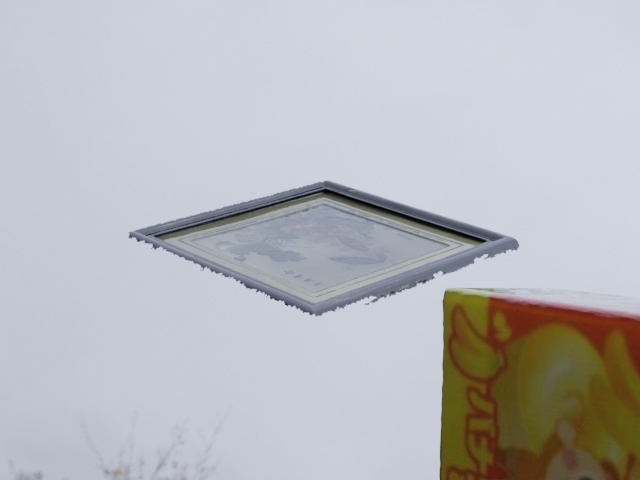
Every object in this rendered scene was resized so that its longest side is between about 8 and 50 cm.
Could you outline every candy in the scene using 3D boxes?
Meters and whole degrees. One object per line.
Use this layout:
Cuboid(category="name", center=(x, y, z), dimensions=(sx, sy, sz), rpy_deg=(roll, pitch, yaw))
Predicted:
Cuboid(category="candy", center=(0.171, 0.101, 0.462), dimensions=(0.088, 0.146, 0.276), rpy_deg=(-1, 2, -33))

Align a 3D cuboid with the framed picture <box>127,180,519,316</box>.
Cuboid(category="framed picture", center=(0.000, 0.000, 0.732), dimensions=(0.195, 0.199, 0.010), rpy_deg=(20, -63, 43))
